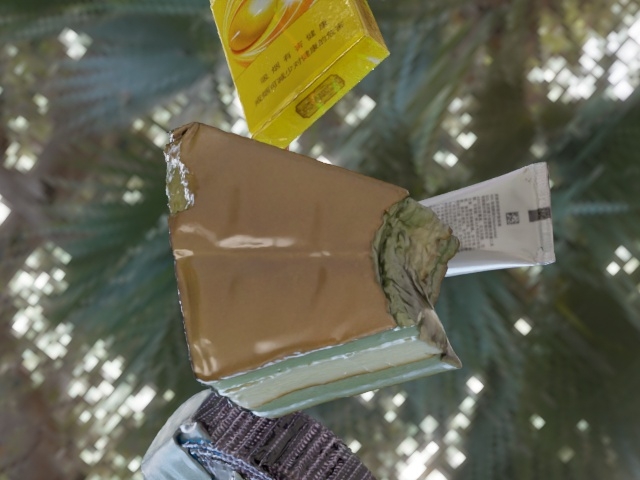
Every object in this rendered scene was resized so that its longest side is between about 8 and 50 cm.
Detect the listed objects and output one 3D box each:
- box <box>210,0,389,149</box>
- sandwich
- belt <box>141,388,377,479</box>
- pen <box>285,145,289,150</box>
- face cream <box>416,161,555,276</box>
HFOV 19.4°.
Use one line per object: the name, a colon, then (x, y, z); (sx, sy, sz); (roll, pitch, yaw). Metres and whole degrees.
box: (-0.027, -0.210, 1.798); (0.043, 0.152, 0.269); (38, -160, -35)
sandwich: (0.000, 0.000, 1.465); (0.155, 0.198, 0.227); (43, -147, -64)
belt: (-0.065, 0.280, 1.999); (0.260, 0.325, 0.122); (40, -121, -5)
pen: (-0.047, -0.091, 2.071); (0.025, 0.204, 0.025); (8, 178, 0)
face cream: (0.082, 0.000, 1.598); (0.058, 0.244, 0.092); (36, -134, -56)
